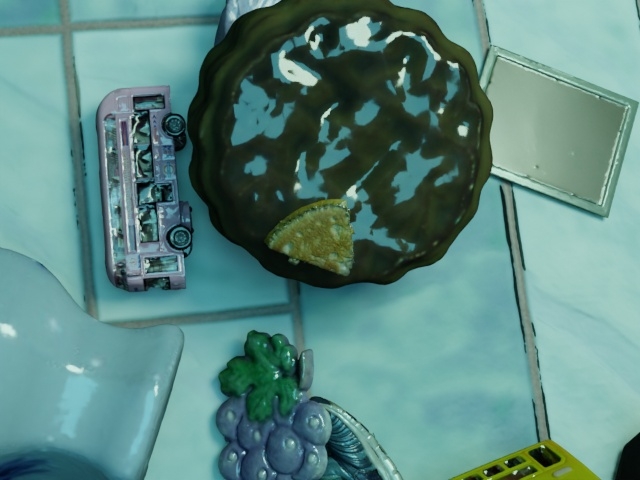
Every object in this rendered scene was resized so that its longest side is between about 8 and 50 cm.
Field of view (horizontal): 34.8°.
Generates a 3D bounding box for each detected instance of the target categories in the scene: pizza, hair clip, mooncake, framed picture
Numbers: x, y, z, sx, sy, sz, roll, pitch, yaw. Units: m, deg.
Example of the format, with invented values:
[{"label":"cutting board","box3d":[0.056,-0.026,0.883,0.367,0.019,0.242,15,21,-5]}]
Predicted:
[{"label":"pizza","box3d":[0.000,-0.001,0.882,0.083,0.025,0.078,-25,123,19]},{"label":"hair clip","box3d":[-0.042,0.182,0.986,0.124,0.052,0.195,-8,85,22]},{"label":"mooncake","box3d":[0.016,-0.097,0.961,0.290,0.161,0.290,-2,101,-8]},{"label":"framed picture","box3d":[0.249,-0.120,1.119,0.183,0.011,0.142,20,78,-7]}]

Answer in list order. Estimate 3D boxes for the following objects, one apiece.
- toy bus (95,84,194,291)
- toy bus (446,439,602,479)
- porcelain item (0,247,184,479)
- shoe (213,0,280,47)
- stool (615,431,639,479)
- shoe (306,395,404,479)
[{"label":"toy bus","box3d":[-0.172,-0.050,1.004,0.090,0.063,0.203,-5,80,-8]},{"label":"toy bus","box3d":[0.114,0.312,0.935,0.331,0.151,0.145,-17,121,-18]},{"label":"porcelain item","box3d":[-0.331,0.104,0.860,0.405,0.242,0.178,16,60,-5]},{"label":"shoe","box3d":[-0.012,-0.281,1.059,0.137,0.095,0.245,21,81,-10]},{"label":"stool","box3d":[0.379,0.273,0.976,0.141,0.232,0.232,19,78,-11]},{"label":"shoe","box3d":[0.026,0.215,0.997,0.071,0.064,0.143,-34,94,-14]}]
